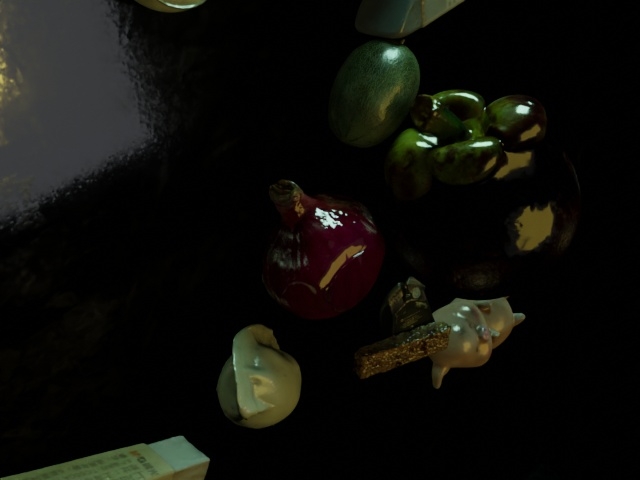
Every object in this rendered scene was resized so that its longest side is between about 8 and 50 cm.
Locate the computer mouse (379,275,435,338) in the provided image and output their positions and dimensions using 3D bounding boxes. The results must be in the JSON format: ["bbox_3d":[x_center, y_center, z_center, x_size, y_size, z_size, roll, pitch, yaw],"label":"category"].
[{"bbox_3d":[0.163,0.144,1.226,0.105,0.062,0.192,-23,126,-17],"label":"computer mouse"}]

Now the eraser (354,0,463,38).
[{"bbox_3d":[0.182,-0.389,0.942,0.352,0.089,0.061,-40,140,-33],"label":"eraser"}]

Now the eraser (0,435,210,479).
[{"bbox_3d":[-0.287,0.334,0.741,0.343,0.078,0.144,6,104,-54],"label":"eraser"}]

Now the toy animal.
[{"bbox_3d":[0.315,0.189,1.380,0.250,0.167,0.154,-19,166,-39],"label":"toy animal"}]

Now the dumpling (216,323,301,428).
[{"bbox_3d":[-0.084,0.199,0.928,0.176,0.092,0.150,18,80,-49],"label":"dumpling"}]

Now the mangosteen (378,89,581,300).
[{"bbox_3d":[0.236,-0.073,0.922,0.296,0.297,0.314,-25,146,-43],"label":"mangosteen"}]

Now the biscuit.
[{"bbox_3d":[0.153,0.204,1.195,0.199,0.034,0.064,-13,125,-20],"label":"biscuit"}]

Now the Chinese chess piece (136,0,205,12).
[{"bbox_3d":[-0.147,-0.283,0.608,0.122,0.051,0.122,-26,126,-41],"label":"Chinese chess piece"}]

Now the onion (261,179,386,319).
[{"bbox_3d":[0.000,0.000,0.893,0.195,0.139,0.218,-42,134,-21],"label":"onion"}]

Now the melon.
[{"bbox_3d":[0.075,-0.208,0.881,0.114,0.114,0.168,31,87,-54],"label":"melon"}]
